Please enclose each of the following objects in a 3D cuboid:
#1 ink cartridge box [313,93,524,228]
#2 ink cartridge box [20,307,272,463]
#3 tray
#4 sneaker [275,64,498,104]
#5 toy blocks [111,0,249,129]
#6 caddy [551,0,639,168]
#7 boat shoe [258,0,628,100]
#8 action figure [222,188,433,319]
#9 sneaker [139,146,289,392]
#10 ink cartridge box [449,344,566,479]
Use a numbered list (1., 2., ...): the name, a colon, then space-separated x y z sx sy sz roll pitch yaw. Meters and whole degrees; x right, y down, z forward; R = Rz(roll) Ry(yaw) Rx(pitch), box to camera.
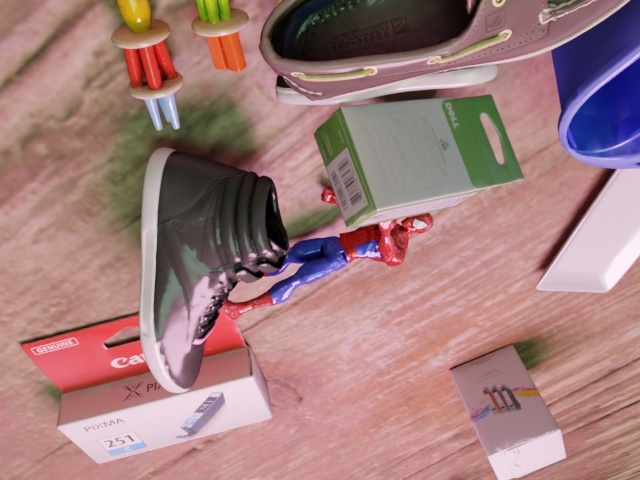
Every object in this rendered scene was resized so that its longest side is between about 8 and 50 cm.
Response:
1. ink cartridge box: 0.108 -0.088 0.602 0.209 0.109 0.062 -13 169 -30
2. ink cartridge box: -0.245 0.217 0.848 0.296 0.066 0.261 -15 135 -1
3. tray: 0.428 -0.027 0.823 0.145 0.030 0.270 3 131 -18
4. sneaker: 0.056 -0.203 0.542 0.217 0.079 0.121 -7 114 5
5. toy blocks: -0.124 -0.175 0.522 0.123 0.054 0.148 -10 134 -5
6. caddy: 0.363 -0.178 0.494 0.241 0.179 0.341 5 157 -20
7. boat shoe: 0.108 -0.192 0.438 0.324 0.097 0.116 -13 95 17
8. action figure: 0.000 0.000 0.690 0.280 0.091 0.139 -18 143 2
9. sneaker: -0.113 0.051 0.631 0.147 0.104 0.295 7 110 6
10. ink cartridge box: 0.330 0.306 1.004 0.127 0.176 0.128 -24 134 8
